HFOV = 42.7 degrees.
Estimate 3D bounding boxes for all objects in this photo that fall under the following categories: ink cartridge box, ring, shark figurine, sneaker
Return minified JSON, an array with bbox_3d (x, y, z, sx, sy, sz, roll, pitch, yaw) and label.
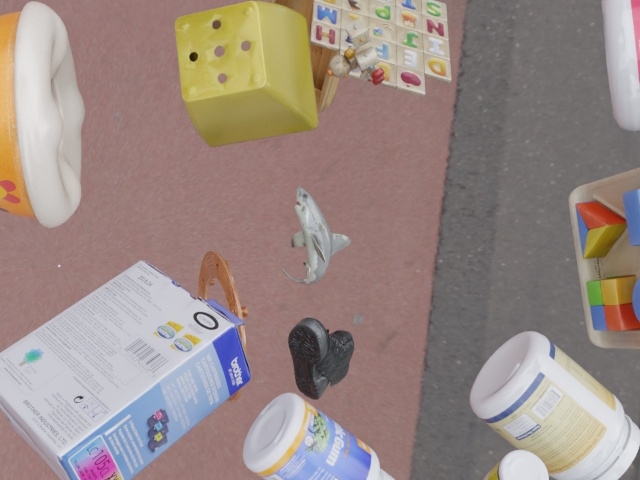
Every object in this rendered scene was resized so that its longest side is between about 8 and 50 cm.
[{"bbox_3d":[-0.306,0.202,1.345,0.395,0.270,0.151,-38,138,-28],"label":"ink cartridge box"},{"bbox_3d":[-0.212,0.188,1.811,0.032,0.336,0.337,-6,90,-23],"label":"ring"},{"bbox_3d":[0.007,0.028,1.762,0.116,0.278,0.166,-19,50,-22],"label":"shark figurine"},{"bbox_3d":[0.006,0.134,1.020,0.051,0.170,0.089,26,50,24],"label":"sneaker"}]

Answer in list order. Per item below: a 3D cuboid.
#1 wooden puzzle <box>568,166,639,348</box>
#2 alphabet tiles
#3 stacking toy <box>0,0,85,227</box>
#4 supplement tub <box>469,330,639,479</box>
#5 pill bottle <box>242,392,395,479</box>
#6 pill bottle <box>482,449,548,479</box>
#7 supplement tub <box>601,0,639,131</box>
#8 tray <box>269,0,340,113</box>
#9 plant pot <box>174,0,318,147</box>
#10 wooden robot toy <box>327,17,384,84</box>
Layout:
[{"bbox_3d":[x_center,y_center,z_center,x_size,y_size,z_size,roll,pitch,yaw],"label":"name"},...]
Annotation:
[{"bbox_3d":[0.556,0.035,1.446,0.080,0.348,0.322,-5,85,-19],"label":"wooden puzzle"},{"bbox_3d":[0.120,-0.425,1.594,0.285,0.011,0.343,13,54,-14],"label":"alphabet tiles"},{"bbox_3d":[-0.626,-0.185,1.265,0.479,0.350,0.351,-3,89,-7],"label":"stacking toy"},{"bbox_3d":[0.509,0.375,1.781,0.316,0.228,0.228,40,77,-5],"label":"supplement tub"},{"bbox_3d":[0.008,0.403,1.455,0.272,0.152,0.152,39,78,-20],"label":"pill bottle"},{"bbox_3d":[0.248,0.323,1.071,0.065,0.116,0.065,4,56,-7],"label":"pill bottle"},{"bbox_3d":[0.491,-0.243,0.991,0.272,0.191,0.191,-6,90,21],"label":"supplement tub"},{"bbox_3d":[-0.021,-0.515,1.910,0.202,0.411,0.076,34,52,13],"label":"tray"},{"bbox_3d":[-0.137,-0.292,1.383,0.212,0.187,0.212,-8,84,13],"label":"plant pot"},{"bbox_3d":[0.049,-0.271,1.265,0.079,0.173,0.076,-26,79,2],"label":"wooden robot toy"}]
